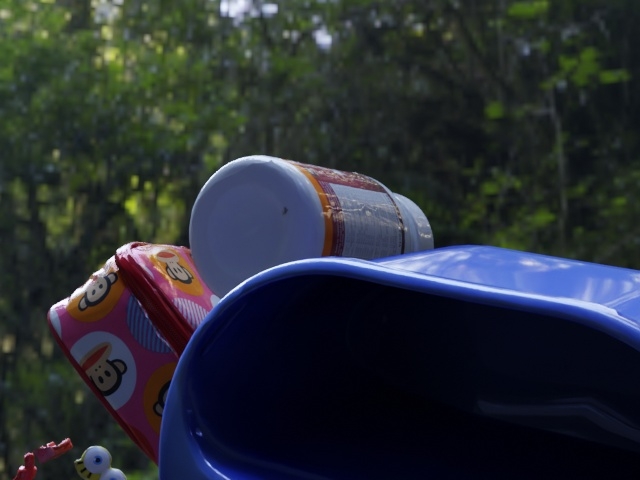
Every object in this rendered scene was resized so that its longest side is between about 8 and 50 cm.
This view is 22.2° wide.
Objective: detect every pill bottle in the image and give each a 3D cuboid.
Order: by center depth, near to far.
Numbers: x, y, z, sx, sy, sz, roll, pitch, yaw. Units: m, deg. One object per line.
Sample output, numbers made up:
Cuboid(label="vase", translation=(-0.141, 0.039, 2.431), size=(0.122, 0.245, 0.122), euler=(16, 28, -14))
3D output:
Cuboid(label="pill bottle", translation=(0.000, 0.000, 1.338), size=(0.121, 0.121, 0.221), euler=(-16, -11, 28))

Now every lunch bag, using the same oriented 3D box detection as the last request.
Cuboid(label="lunch bag", translation=(-0.083, 0.131, 1.395), size=(0.120, 0.258, 0.293), euler=(-41, -14, 10))

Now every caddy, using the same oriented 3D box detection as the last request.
Cuboid(label="caddy", translation=(0.076, 0.130, 0.760), size=(0.341, 0.241, 0.179), euler=(9, 13, 36))

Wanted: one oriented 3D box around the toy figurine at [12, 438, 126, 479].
Cuboid(label="toy figurine", translation=(-0.282, 0.408, 1.711), size=(0.191, 0.363, 0.217), euler=(-28, -5, 22))
